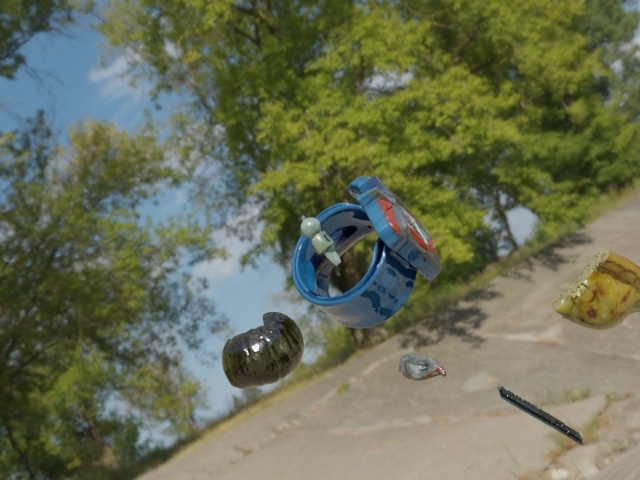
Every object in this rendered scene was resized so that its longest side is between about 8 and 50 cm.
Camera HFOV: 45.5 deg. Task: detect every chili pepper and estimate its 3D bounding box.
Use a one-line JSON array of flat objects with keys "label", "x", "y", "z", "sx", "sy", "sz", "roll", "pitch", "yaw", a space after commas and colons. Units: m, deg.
[{"label": "chili pepper", "x": 0.193, "y": 0.249, "z": 1.498, "sx": 0.041, "sy": 0.050, "sz": 0.153, "roll": -12, "pitch": 1, "yaw": -23}]

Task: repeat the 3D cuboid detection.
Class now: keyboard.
[{"label": "keyboard", "x": 0.463, "y": 0.367, "z": 1.607, "sx": 0.015, "sy": 0.196, "sz": 0.074, "roll": -61, "pitch": -5, "yaw": 6}]

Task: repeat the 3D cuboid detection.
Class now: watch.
[{"label": "watch", "x": 0.067, "y": 0.012, "z": 1.584, "sx": 0.274, "sy": 0.305, "sz": 0.241, "roll": -42, "pitch": -46, "yaw": 10}]

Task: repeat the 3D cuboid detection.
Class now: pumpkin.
[{"label": "pumpkin", "x": -0.092, "y": 0.210, "z": 1.477, "sx": 0.107, "sy": 0.119, "sz": 0.183, "roll": -16, "pitch": 16, "yaw": 41}]

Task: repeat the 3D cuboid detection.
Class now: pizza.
[{"label": "pizza", "x": 0.581, "y": 0.126, "z": 1.499, "sx": 0.188, "sy": 0.204, "sz": 0.080, "roll": -55, "pitch": 17, "yaw": 40}]

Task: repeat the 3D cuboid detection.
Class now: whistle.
[{"label": "whistle", "x": 0.000, "y": 0.000, "z": 1.273, "sx": 0.035, "sy": 0.100, "sz": 0.035, "roll": -38, "pitch": -1, "yaw": -1}]
